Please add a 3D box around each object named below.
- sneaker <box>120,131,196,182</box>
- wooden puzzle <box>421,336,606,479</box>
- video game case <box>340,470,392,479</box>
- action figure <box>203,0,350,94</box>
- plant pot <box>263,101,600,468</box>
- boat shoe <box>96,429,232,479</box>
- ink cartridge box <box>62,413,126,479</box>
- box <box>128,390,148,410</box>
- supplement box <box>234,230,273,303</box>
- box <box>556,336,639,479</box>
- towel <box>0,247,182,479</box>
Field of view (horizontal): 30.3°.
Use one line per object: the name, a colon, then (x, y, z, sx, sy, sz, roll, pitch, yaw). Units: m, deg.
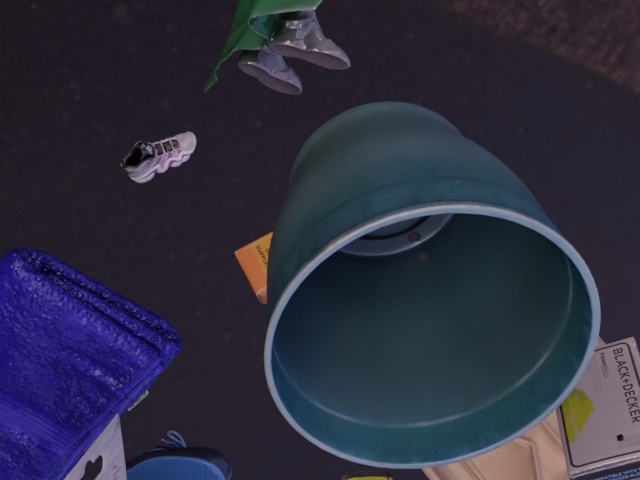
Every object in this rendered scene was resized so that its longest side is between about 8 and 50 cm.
sneaker: (-0.205, -0.112, 1.478, 0.098, 0.038, 0.069, -35, 159, 2)
wooden puzzle: (0.283, 0.242, 1.783, 0.348, 0.322, 0.080, -35, 164, -13)
video game case: (0.024, 0.319, 0.688, 0.035, 0.248, 0.275, 3, 125, -15)
action figure: (0.007, -0.187, 0.551, 0.063, 0.137, 0.232, 19, 76, -25)
plant pot: (0.076, 0.013, 1.041, 0.271, 0.255, 0.272, -4, 126, -5)
boat shoe: (-0.220, 0.313, 1.630, 0.258, 0.109, 0.089, -13, -159, 35)
ink cartridge box: (-0.243, 0.319, 1.196, 0.189, 0.066, 0.232, -58, 141, -70)
box: (-0.309, 0.121, 1.500, 0.036, 0.207, 0.114, -42, 143, -19)
supplement box: (0.000, 0.000, 1.674, 0.233, 0.078, 0.080, -28, 165, -4)
box: (0.300, 0.257, 1.108, 0.087, 0.169, 0.290, -17, 119, 13)
towel: (-0.326, 0.167, 1.326, 0.308, 0.227, 0.076, -49, -156, 25)
